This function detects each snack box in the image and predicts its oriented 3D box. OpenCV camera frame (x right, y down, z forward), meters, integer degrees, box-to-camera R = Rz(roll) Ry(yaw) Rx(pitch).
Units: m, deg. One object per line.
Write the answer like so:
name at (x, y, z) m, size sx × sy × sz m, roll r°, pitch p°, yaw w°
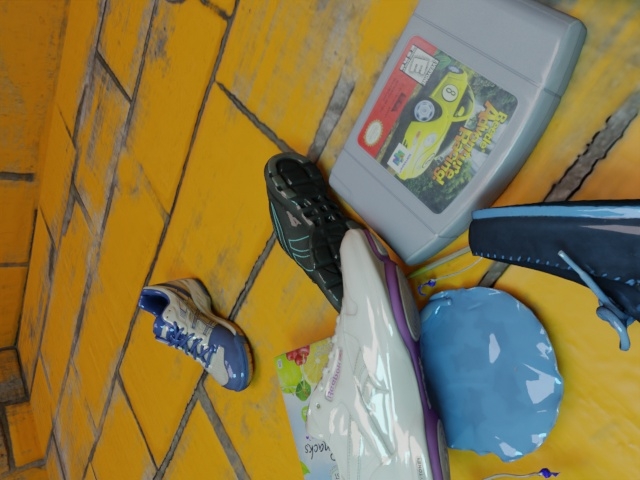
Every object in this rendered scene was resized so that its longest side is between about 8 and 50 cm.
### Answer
snack box at (0.035, 0.234, 0.615) m, size 0.174 × 0.070 × 0.207 m, roll -31°, pitch 71°, yaw 42°

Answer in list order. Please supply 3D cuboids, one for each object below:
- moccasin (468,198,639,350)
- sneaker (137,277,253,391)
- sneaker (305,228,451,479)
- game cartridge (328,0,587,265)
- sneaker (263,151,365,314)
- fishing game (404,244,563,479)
moccasin at (0.264, 0.030, 0.322) m, size 0.341 × 0.137 × 0.117 m, roll 8°, pitch 102°, yaw 47°
sneaker at (-0.244, 0.183, 0.863) m, size 0.296 × 0.130 × 0.112 m, roll 37°, pitch 115°, yaw 37°
sneaker at (0.040, 0.138, 0.496) m, size 0.152 × 0.114 × 0.306 m, roll -14°, pitch 75°, yaw 20°
game cartridge at (0.134, -0.126, 0.513) m, size 0.196 × 0.060 × 0.294 m, roll 47°, pitch 123°, yaw 30°
sneaker at (0.000, 0.000, 0.645) m, size 0.268 × 0.101 × 0.106 m, roll 62°, pitch 152°, yaw 24°
fishing game at (0.168, 0.141, 0.496) m, size 0.189 × 0.041 × 0.264 m, roll -39°, pitch 58°, yaw 41°
